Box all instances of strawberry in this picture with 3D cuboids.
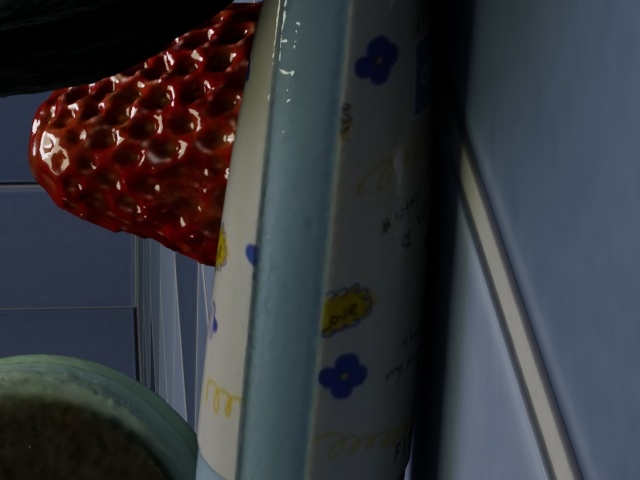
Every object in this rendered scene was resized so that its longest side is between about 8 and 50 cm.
[{"bbox_3d":[-0.029,-0.023,0.464,0.073,0.083,0.073,163,90,-87],"label":"strawberry"}]

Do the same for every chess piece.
[{"bbox_3d":[-0.134,0.157,1.024,0.299,0.194,0.194,45,-136,-87],"label":"chess piece"}]

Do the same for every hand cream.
[{"bbox_3d":[0.000,0.000,0.361,0.065,0.043,0.170,-69,-15,-66],"label":"hand cream"}]

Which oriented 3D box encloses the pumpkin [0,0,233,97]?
[{"bbox_3d":[-0.067,-0.135,0.358,0.220,0.162,0.220,15,-90,-86],"label":"pumpkin"}]
